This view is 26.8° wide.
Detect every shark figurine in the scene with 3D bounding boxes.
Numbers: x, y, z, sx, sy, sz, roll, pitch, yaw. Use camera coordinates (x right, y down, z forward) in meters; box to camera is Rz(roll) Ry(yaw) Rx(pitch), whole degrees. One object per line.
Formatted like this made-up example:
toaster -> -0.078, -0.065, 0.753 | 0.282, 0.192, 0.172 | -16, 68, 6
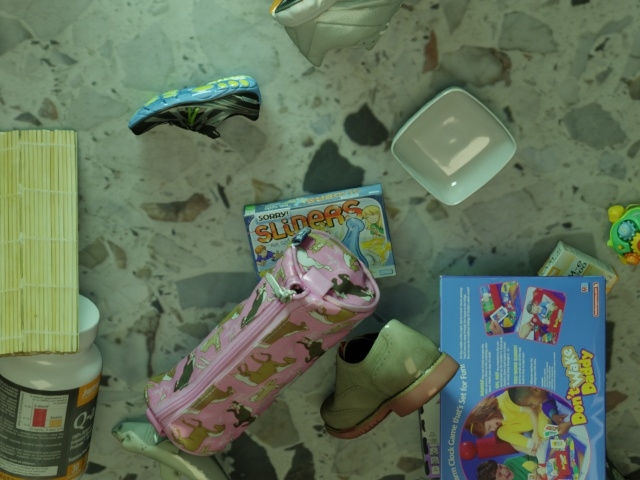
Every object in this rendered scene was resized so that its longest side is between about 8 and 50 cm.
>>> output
shark figurine -> -0.172, 0.344, 2.074 | 0.278, 0.116, 0.166 | 43, 142, -11

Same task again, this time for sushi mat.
sushi mat -> -0.410, 0.004, 1.859 | 0.151, 0.019, 0.316 | -2, 84, 2

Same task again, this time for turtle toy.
turtle toy -> 0.474, -0.011, 1.923 | 0.130, 0.066, 0.095 | -18, 115, 8

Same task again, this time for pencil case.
pencil case -> -0.089, 0.152, 1.915 | 0.167, 0.160, 0.386 | 29, 123, -26

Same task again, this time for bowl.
bowl -> 0.183, -0.138, 1.866 | 0.142, 0.053, 0.142 | -42, 110, 18

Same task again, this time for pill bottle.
pill bottle -> -0.407, 0.220, 1.972 | 0.162, 0.162, 0.278 | 11, 116, -6

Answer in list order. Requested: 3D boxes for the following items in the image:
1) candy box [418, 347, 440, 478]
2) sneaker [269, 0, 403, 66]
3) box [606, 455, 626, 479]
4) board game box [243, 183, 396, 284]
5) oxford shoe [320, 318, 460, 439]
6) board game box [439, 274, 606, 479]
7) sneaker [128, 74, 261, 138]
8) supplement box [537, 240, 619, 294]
candy box -> 0.231, 0.256, 2.046 | 0.165, 0.070, 0.196 | -6, 116, 2
sneaker -> 0.072, -0.319, 1.764 | 0.262, 0.099, 0.121 | -21, 122, 18
box -> 0.372, 0.505, 2.062 | 0.318, 0.097, 0.395 | -36, 105, 18
board game box -> 0.000, 0.000, 1.939 | 0.201, 0.035, 0.136 | -10, 116, 4
oxford shoe -> 0.073, 0.190, 1.929 | 0.130, 0.123, 0.348 | 48, 148, -2
board game box -> 0.288, 0.222, 1.914 | 0.233, 0.078, 0.347 | 0, 89, 11
sneaker -> -0.171, -0.170, 1.838 | 0.188, 0.067, 0.078 | -12, 109, 2
supplement box -> 0.377, 0.051, 1.968 | 0.098, 0.036, 0.062 | 25, 112, -12
